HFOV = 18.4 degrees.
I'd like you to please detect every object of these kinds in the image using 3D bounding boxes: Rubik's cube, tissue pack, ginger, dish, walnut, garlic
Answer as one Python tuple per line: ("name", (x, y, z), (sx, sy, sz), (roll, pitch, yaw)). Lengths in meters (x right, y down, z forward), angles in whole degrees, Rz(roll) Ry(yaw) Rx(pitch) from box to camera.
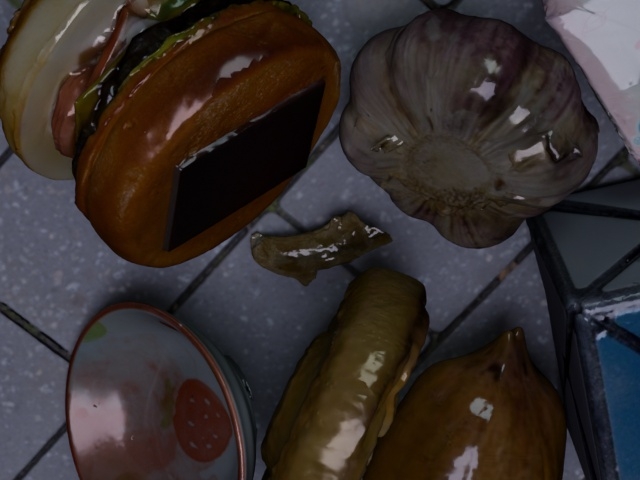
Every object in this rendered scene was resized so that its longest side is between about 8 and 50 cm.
("Rubik's cube", (0.345, 0.094, 1.819), (0.260, 0.255, 0.259), (-14, 112, 4))
("tissue pack", (0.351, -0.217, 1.764), (0.271, 0.124, 0.201), (-31, 107, 11))
("ginger", (0.002, 0.005, 1.888), (0.137, 0.044, 0.057), (-15, 142, 11))
("dish", (-0.134, 0.179, 1.892), (0.085, 0.260, 0.260), (-13, 121, -43))
("walnut", (0.135, 0.233, 1.901), (0.209, 0.209, 0.336), (17, 109, -9))
("garlic", (0.137, -0.110, 1.781), (0.245, 0.160, 0.245), (14, 136, 14))

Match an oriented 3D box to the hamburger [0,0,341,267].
("hamburger", (-0.134, -0.136, 1.698), (0.225, 0.291, 0.291), (46, 108, 23))

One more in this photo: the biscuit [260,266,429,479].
("biscuit", (0.010, 0.160, 1.819), (0.102, 0.296, 0.296), (21, 111, 0))
